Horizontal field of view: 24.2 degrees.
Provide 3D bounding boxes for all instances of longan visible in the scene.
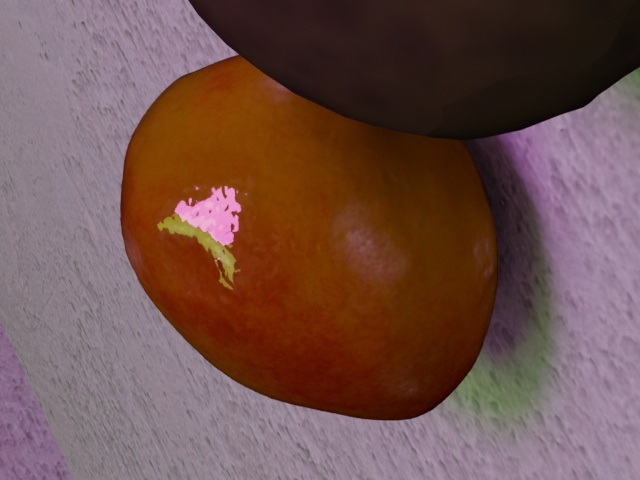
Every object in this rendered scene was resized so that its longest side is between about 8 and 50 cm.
[{"bbox_3d":[0.065,-0.238,0.845,0.404,0.336,0.404,37,146,31],"label":"longan"}]

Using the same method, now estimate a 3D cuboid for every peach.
[{"bbox_3d":[-0.002,0.001,1.190,0.289,0.289,0.308,-43,63,60],"label":"peach"}]
